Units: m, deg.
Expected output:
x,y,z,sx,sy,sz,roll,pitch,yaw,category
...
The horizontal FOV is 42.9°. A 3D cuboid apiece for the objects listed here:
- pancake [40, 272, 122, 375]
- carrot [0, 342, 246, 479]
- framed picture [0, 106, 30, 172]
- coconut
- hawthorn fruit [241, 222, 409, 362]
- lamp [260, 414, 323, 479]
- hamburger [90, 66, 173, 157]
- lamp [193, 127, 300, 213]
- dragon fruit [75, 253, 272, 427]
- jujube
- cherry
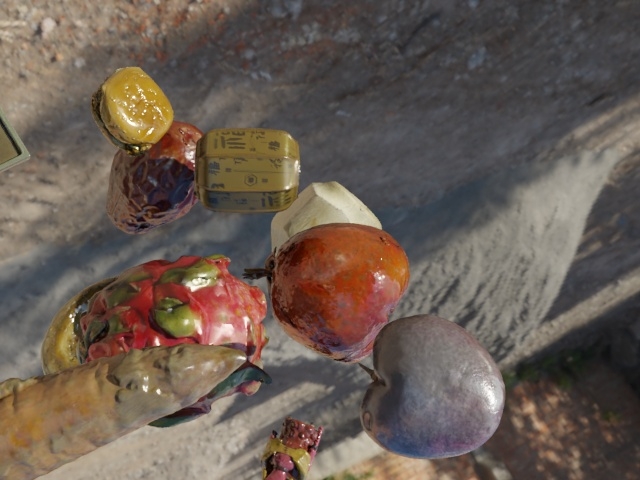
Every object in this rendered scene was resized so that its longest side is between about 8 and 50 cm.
x,y,z,sx,sy,sz,roll,pitch,yaw,category
-0.387,0.209,1.646,0.356,0.356,0.065,-23,150,-19,pancake
-0.195,0.152,0.777,0.263,0.101,0.102,-20,161,3,carrot
-0.699,-0.232,1.441,0.232,0.314,0.024,-32,-174,-25,framed picture
0.000,0.000,1.901,0.266,0.237,0.237,-46,158,10,coconut
0.003,0.086,1.541,0.308,0.276,0.276,16,152,-2,hawthorn fruit
-0.084,0.536,1.890,0.118,0.118,0.253,101,9,-65,lamp
-0.345,-0.237,1.489,0.083,0.147,0.138,-7,-142,47,hamburger
-0.131,-0.126,1.454,0.185,0.161,0.161,2,154,-7,lamp
-0.196,0.134,1.156,0.237,0.231,0.303,-21,180,33,dragon fruit
-0.338,-0.126,1.695,0.197,0.197,0.290,-7,153,-49,jujube
0.129,0.170,0.953,0.176,0.176,0.140,-33,169,9,cherry
